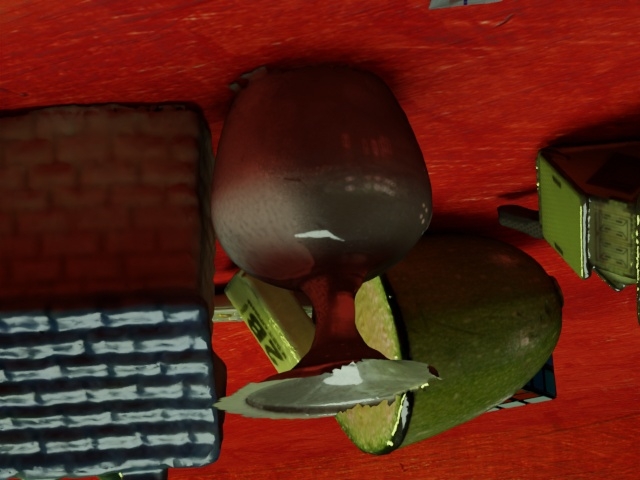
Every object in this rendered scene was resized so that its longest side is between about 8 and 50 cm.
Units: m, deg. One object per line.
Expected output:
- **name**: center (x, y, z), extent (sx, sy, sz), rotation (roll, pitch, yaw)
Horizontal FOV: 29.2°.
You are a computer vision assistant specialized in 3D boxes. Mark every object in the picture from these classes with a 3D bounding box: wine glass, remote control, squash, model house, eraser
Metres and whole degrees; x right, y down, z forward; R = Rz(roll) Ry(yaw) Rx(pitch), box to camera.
- **wine glass**: center (0.000, 0.000, 1.223), extent (0.238, 0.323, 0.238), rotation (-6, 158, -2)
- **remote control**: center (-0.091, 0.093, 1.900), extent (0.313, 0.055, 0.109), rotation (-4, 168, 16)
- **squash**: center (0.181, 0.124, 1.725), extent (0.309, 0.310, 0.310), rotation (-8, 164, -24)
- **model house**: center (0.318, -0.053, 1.469), extent (0.279, 0.218, 0.205), rotation (20, -138, 36)
- **eraser**: center (-0.065, 0.113, 1.769), extent (0.058, 0.172, 0.117), rotation (-31, 173, -23)
- **model house**: center (-0.297, 0.115, 1.393), extent (0.395, 0.400, 0.445), rotation (-6, 162, -4)

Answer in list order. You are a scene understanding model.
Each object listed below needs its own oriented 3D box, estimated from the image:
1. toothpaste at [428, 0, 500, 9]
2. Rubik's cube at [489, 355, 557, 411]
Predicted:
- **toothpaste**: center (0.121, -0.233, 1.009), extent (0.067, 0.043, 0.194), rotation (-7, 167, 4)
- **Rubik's cube**: center (0.297, 0.197, 2.101), extent (0.163, 0.162, 0.160), rotation (-17, 156, 31)
